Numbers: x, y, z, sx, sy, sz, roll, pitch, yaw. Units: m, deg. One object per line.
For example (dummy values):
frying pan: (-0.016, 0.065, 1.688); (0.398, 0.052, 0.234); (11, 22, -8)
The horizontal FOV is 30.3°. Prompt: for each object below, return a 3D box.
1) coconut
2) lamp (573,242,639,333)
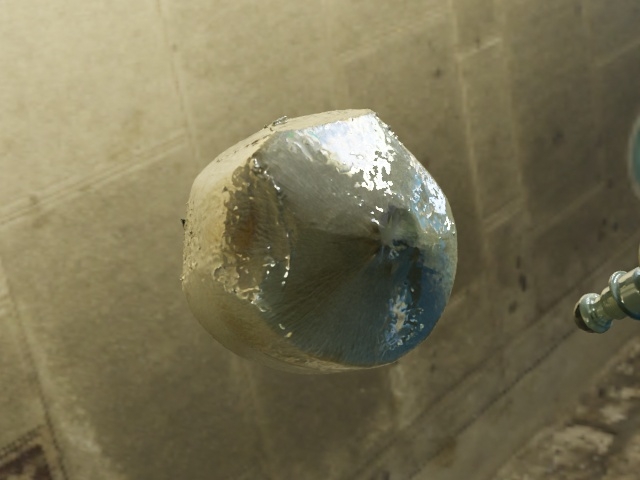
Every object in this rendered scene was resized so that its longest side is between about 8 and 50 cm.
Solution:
coconut: (0.000, 0.000, 1.087); (0.245, 0.247, 0.245); (7, 76, -29)
lamp: (0.263, 0.033, 0.928); (0.091, 0.163, 0.091); (22, 50, -30)
